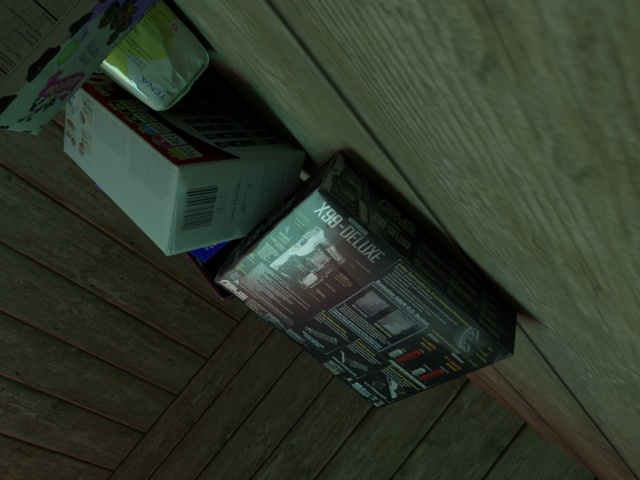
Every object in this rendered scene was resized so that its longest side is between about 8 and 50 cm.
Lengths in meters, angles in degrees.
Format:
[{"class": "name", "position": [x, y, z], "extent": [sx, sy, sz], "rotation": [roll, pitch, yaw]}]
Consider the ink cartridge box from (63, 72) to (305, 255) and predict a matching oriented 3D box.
[{"class": "ink cartridge box", "position": [-0.183, -0.135, 0.796], "extent": [0.272, 0.130, 0.309], "rotation": [-16, -137, -44]}]

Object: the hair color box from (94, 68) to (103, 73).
[{"class": "hair color box", "position": [-0.556, -0.470, 1.042], "extent": [0.347, 0.105, 0.174], "rotation": [42, 176, -36]}]

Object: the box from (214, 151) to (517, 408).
[{"class": "box", "position": [0.050, 0.071, 0.682], "extent": [0.307, 0.076, 0.242], "rotation": [40, 132, -12]}]

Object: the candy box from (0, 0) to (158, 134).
[{"class": "candy box", "position": [-0.208, -0.181, 0.428], "extent": [0.070, 0.196, 0.165], "rotation": [42, 176, -19]}]

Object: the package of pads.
[{"class": "package of pads", "position": [-0.280, -0.288, 0.591], "extent": [0.296, 0.101, 0.229], "rotation": [43, 176, -42]}]

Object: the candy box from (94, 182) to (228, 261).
[{"class": "candy box", "position": [-0.292, -0.156, 1.100], "extent": [0.268, 0.122, 0.317], "rotation": [41, -157, -35]}]

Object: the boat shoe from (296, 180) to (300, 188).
[{"class": "boat shoe", "position": [-0.061, -0.084, 0.994], "extent": [0.224, 0.073, 0.080], "rotation": [38, -174, -15]}]

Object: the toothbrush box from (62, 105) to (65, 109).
[{"class": "toothbrush box", "position": [-0.732, -0.495, 1.604], "extent": [0.122, 0.206, 0.283], "rotation": [39, 176, 14]}]

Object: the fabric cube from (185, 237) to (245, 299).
[{"class": "fabric cube", "position": [-0.208, -0.015, 1.410], "extent": [0.254, 0.259, 0.258], "rotation": [54, 176, 3]}]
